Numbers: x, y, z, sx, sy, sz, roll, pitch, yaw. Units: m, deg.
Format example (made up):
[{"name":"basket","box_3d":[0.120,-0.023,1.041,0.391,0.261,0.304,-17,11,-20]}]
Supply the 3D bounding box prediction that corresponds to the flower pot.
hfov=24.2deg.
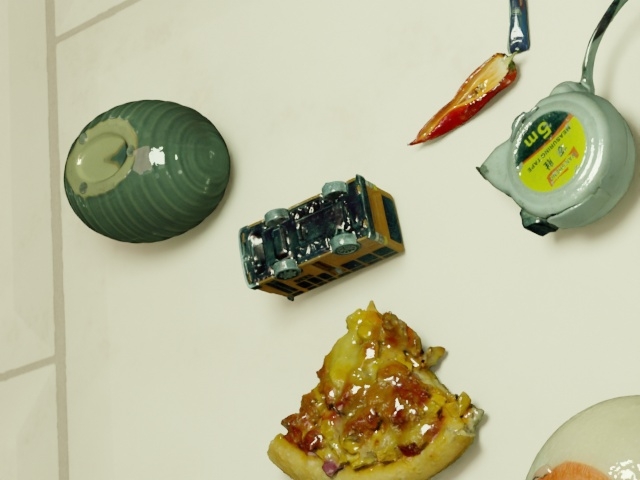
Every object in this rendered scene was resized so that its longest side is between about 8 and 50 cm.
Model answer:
[{"name":"flower pot","box_3d":[-0.233,-0.092,1.979,0.243,0.157,0.189,-13,71,39]}]

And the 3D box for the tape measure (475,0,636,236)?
[{"name":"tape measure","box_3d":[0.314,-0.148,1.580,0.330,0.084,0.164,-48,55,21]}]

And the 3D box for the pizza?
[{"name":"pizza","box_3d":[0.051,0.179,1.714,0.289,0.081,0.228,-11,71,39]}]

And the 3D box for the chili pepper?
[{"name":"chili pepper","box_3d":[0.170,-0.160,1.744,0.178,0.027,0.045,-41,51,24]}]

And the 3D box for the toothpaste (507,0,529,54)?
[{"name":"toothpaste","box_3d":[0.228,-0.257,1.730,0.027,0.019,0.083,-5,78,21]}]

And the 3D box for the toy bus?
[{"name":"toy bus","box_3d":[0.000,0.000,1.792,0.182,0.103,0.091,-24,63,27]}]

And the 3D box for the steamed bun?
[{"name":"steamed bun","box_3d":[0.289,0.283,1.372,0.283,0.177,0.283,12,105,56]}]
